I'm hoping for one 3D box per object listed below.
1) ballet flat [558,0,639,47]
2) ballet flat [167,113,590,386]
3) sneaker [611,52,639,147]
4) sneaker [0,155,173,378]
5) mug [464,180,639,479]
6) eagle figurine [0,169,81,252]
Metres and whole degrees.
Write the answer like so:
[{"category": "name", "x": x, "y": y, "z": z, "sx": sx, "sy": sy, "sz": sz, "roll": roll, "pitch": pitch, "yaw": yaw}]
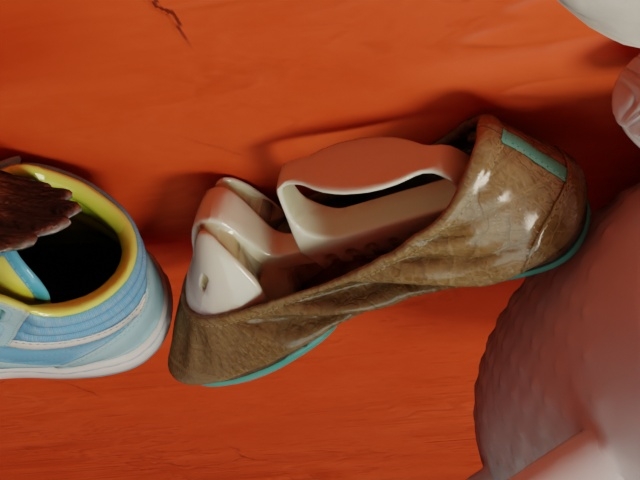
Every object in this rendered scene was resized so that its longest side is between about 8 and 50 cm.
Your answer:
[{"category": "ballet flat", "x": 0.182, "y": -0.153, "z": 0.393, "sx": 0.139, "sy": 0.139, "sz": 0.400, "roll": 12, "pitch": 164, "yaw": -32}, {"category": "ballet flat", "x": 0.000, "y": 0.000, "z": 0.868, "sx": 0.342, "sy": 0.116, "sz": 0.124, "roll": -19, "pitch": 133, "yaw": 37}, {"category": "sneaker", "x": 0.272, "y": -0.065, "z": 0.730, "sx": 0.232, "sy": 0.090, "sz": 0.115, "roll": 3, "pitch": 178, "yaw": 11}, {"category": "sneaker", "x": -0.256, "y": 0.024, "z": 0.876, "sx": 0.319, "sy": 0.127, "sz": 0.208, "roll": -9, "pitch": 162, "yaw": -8}, {"category": "mug", "x": 0.206, "y": 0.119, "z": 0.877, "sx": 0.374, "sy": 0.276, "sz": 0.328, "roll": -26, "pitch": 173, "yaw": -24}, {"category": "eagle figurine", "x": -0.295, "y": -0.021, "z": 0.644, "sx": 0.298, "sy": 0.225, "sz": 0.226, "roll": -34, "pitch": -172, "yaw": 10}]
